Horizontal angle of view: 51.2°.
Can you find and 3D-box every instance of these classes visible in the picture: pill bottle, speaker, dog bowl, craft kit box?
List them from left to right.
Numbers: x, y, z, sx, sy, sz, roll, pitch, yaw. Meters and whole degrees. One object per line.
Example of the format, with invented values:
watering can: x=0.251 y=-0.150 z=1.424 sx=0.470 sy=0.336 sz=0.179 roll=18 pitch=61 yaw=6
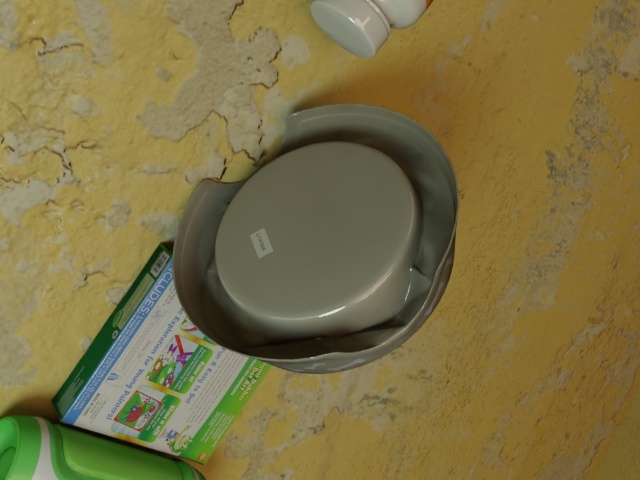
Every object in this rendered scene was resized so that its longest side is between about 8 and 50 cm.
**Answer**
speaker: x=-0.287 y=0.319 z=0.863 sx=0.296 sy=0.131 sz=0.131 roll=36 pitch=87 yaw=-41
craft kit box: x=-0.187 y=0.165 z=0.917 sx=0.247 sy=0.061 sz=0.249 roll=36 pitch=87 yaw=-38
dog bowl: x=0.000 y=0.000 z=0.803 sx=0.349 sy=0.349 sz=0.102 roll=-46 pitch=142 yaw=-10
pill bottle: x=0.098 y=-0.356 z=0.832 sx=0.245 sy=0.136 sz=0.136 roll=-53 pitch=131 yaw=-4
